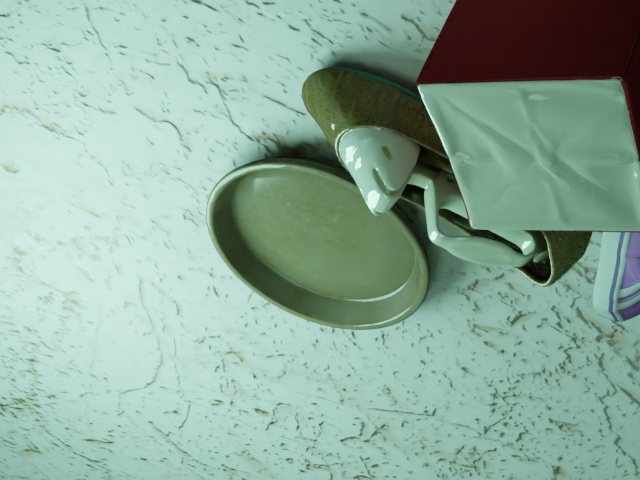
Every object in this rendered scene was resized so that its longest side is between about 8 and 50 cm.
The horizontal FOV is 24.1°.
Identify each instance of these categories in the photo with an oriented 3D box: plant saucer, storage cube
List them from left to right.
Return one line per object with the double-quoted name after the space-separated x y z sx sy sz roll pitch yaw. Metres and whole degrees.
0.000 0.000 1.747 0.278 0.041 0.278 16 142 13 "plant saucer"
0.222 -0.137 1.333 0.215 0.193 0.183 3 137 29 "storage cube"

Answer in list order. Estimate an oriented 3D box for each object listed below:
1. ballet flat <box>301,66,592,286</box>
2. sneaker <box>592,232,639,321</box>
0.120 -0.055 1.543 0.342 0.124 0.116 31 142 -6 "ballet flat"
0.357 0.027 1.474 0.161 0.102 0.282 16 162 14 "sneaker"
